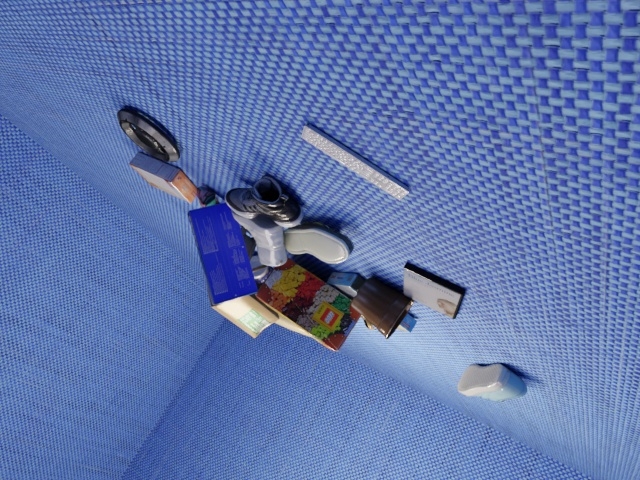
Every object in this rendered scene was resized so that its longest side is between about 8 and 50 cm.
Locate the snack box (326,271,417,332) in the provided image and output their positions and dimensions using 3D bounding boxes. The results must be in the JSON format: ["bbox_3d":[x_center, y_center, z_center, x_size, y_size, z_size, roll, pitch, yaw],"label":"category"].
[{"bbox_3d":[0.192,0.233,1.889,0.322,0.060,0.187,38,164,-20],"label":"snack box"}]

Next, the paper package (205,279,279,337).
[{"bbox_3d":[-0.384,0.259,2.412,0.325,0.168,0.309,46,-170,-37],"label":"paper package"}]

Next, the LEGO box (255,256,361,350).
[{"bbox_3d":[-0.041,0.277,2.072,0.373,0.193,0.500,33,170,6],"label":"LEGO box"}]

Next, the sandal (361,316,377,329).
[{"bbox_3d":[0.217,0.370,2.254,0.180,0.049,0.072,32,163,-2],"label":"sandal"}]

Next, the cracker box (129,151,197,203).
[{"bbox_3d":[-0.595,-0.240,1.912,0.232,0.067,0.155,24,163,26],"label":"cracker box"}]

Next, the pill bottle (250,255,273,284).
[{"bbox_3d":[-0.284,0.152,2.398,0.112,0.112,0.186,26,166,18],"label":"pill bottle"}]

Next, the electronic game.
[{"bbox_3d":[-0.549,-0.333,1.599,0.229,0.048,0.229,29,161,11],"label":"electronic game"}]

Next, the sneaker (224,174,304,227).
[{"bbox_3d":[-0.183,-0.131,1.457,0.269,0.101,0.153,17,158,24],"label":"sneaker"}]

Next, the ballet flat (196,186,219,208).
[{"bbox_3d":[-0.433,-0.144,1.916,0.079,0.077,0.221,47,162,14],"label":"ballet flat"}]

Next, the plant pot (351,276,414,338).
[{"bbox_3d":[0.203,0.218,1.684,0.165,0.167,0.167,34,165,19],"label":"plant pot"}]

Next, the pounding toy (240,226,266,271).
[{"bbox_3d":[-0.314,0.082,2.011,0.155,0.269,0.154,38,129,-21],"label":"pounding toy"}]

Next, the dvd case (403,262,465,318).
[{"bbox_3d":[0.333,0.156,1.494,0.180,0.022,0.253,26,162,19],"label":"dvd case"}]

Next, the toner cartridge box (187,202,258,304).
[{"bbox_3d":[-0.356,0.045,1.818,0.075,0.165,0.347,158,97,-71],"label":"toner cartridge box"}]

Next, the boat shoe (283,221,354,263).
[{"bbox_3d":[-0.001,-0.004,1.506,0.305,0.091,0.109,9,121,51],"label":"boat shoe"}]

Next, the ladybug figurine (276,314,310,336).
[{"bbox_3d":[-0.122,0.369,2.578,0.450,0.161,0.305,19,178,20],"label":"ladybug figurine"}]

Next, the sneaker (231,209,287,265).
[{"bbox_3d":[-0.201,-0.015,1.622,0.292,0.108,0.169,37,140,54],"label":"sneaker"}]

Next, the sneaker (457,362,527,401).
[{"bbox_3d":[0.647,0.560,1.900,0.150,0.135,0.366,34,164,2],"label":"sneaker"}]

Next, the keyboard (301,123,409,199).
[{"bbox_3d":[0.071,-0.163,1.060,0.256,0.014,0.072,33,163,-2],"label":"keyboard"}]
